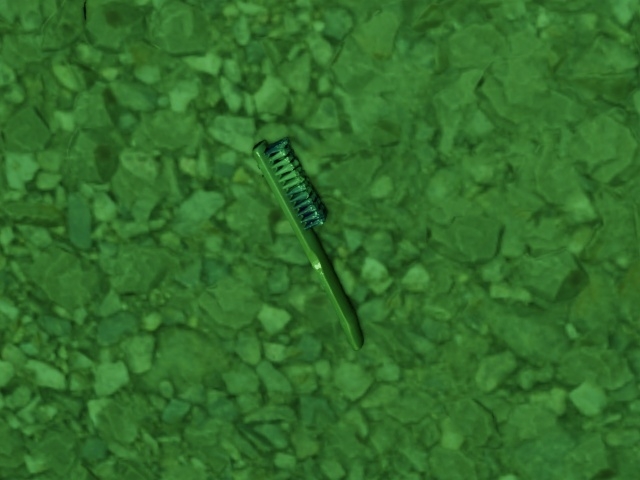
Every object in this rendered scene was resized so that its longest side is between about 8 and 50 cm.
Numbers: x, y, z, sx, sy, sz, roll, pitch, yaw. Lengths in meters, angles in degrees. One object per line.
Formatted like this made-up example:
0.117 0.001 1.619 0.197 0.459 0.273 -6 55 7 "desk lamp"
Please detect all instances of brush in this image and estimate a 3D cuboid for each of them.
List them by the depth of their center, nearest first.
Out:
0.000 0.000 1.488 0.030 0.033 0.178 -25 104 7 "brush"
